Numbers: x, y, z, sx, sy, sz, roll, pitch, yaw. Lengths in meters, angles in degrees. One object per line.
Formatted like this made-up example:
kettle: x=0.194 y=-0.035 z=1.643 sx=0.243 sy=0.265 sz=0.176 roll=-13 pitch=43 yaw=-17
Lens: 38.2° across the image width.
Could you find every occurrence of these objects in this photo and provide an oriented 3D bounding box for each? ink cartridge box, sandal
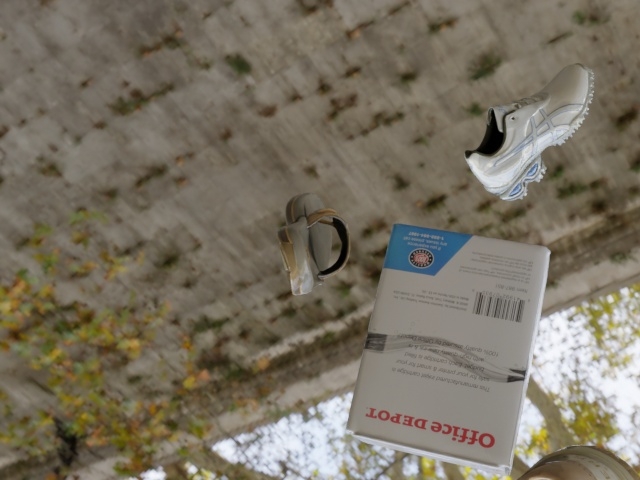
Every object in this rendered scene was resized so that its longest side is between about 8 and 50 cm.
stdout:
ink cartridge box: x=0.184 y=0.152 z=1.299 sx=0.223 sy=0.129 sz=0.307 roll=10 pitch=-107 yaw=16
sandal: x=0.000 y=0.000 z=0.779 sx=0.049 sy=0.072 sz=0.180 roll=-17 pitch=-170 yaw=8

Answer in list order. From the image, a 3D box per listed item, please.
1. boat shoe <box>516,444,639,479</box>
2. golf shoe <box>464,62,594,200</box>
boat shoe: x=0.096 y=0.287 z=0.617 sx=0.122 sy=0.110 sz=0.341 roll=30 pitch=-79 yaw=36
golf shoe: x=0.227 y=-0.132 z=1.003 sx=0.176 sy=0.086 sz=0.069 roll=-56 pitch=-157 yaw=-5
